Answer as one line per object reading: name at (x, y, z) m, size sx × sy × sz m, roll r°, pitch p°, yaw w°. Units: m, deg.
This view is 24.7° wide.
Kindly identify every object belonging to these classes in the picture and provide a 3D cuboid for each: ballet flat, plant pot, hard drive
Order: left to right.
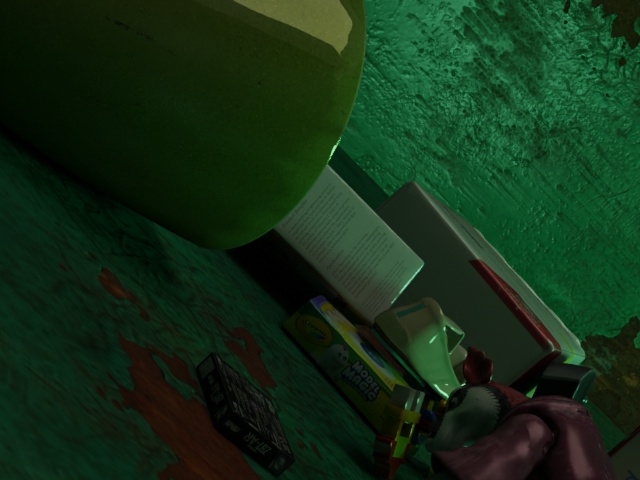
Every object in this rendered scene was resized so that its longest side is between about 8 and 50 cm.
plant pot at (-0.162, -0.164, 1.148) m, size 0.293 × 0.275 × 0.275 m, roll 21°, pitch 23°, yaw -37°
ballet flat at (0.123, 0.130, 1.531) m, size 0.086 × 0.086 × 0.248 m, roll 52°, pitch -4°, yaw 32°
hard drive at (0.280, 0.228, 1.795) m, size 0.054 × 0.172 × 0.254 m, roll 25°, pitch 3°, yaw 15°

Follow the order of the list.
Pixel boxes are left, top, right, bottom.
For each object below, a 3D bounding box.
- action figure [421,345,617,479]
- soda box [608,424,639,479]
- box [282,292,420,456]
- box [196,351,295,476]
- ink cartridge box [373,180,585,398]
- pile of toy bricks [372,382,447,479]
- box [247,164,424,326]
action figure at (0.184, 0.217, 1.038) m, size 0.248 × 0.275 × 0.370 m, roll 28°, pitch 33°, yaw -49°
soda box at (0.356, 0.266, 1.623) m, size 0.092 × 0.263 × 0.083 m, roll 48°, pitch 8°, yaw 11°
box at (0.043, 0.133, 1.436) m, size 0.179 × 0.043 × 0.105 m, roll 49°, pitch 7°, yaw 4°
box at (-0.054, 0.124, 1.051) m, size 0.067 × 0.018 × 0.083 m, roll 43°, pitch 9°, yaw -29°
ink cartridge box at (0.192, 0.096, 1.955) m, size 0.279 × 0.160 × 0.384 m, roll 50°, pitch 9°, yaw 16°
pile of toy bricks at (0.119, 0.201, 1.318) m, size 0.118 × 0.105 × 0.212 m, roll 16°, pitch -5°, yaw 22°
box at (0.000, 0.000, 1.527) m, size 0.170 × 0.091 × 0.130 m, roll 44°, pitch -15°, yaw -15°
